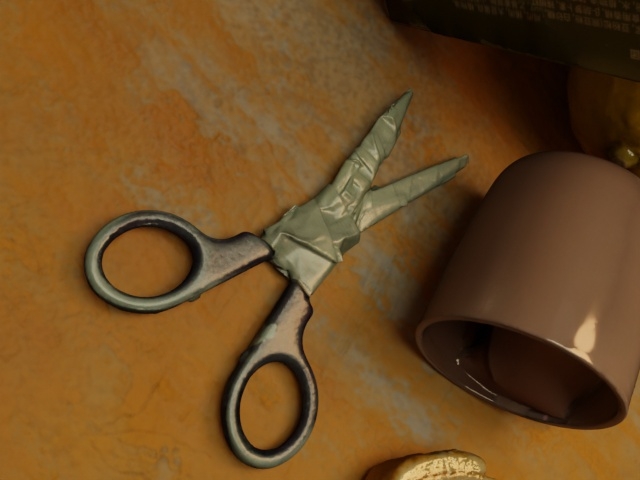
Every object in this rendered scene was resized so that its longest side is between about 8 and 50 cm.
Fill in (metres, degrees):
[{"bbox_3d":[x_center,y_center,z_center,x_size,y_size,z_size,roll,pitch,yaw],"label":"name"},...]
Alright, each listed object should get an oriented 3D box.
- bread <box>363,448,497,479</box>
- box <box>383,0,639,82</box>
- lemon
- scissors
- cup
[{"bbox_3d":[0.107,0.248,0.755,0.149,0.073,0.122,9,74,-22],"label":"bread"},{"bbox_3d":[0.310,-0.308,0.767,0.373,0.420,0.138,-39,132,-22],"label":"box"},{"bbox_3d":[0.377,-0.176,0.877,0.235,0.236,0.263,28,89,-17],"label":"lemon"},{"bbox_3d":[0.000,0.000,0.783,0.383,0.029,0.256,-41,98,-26],"label":"scissors"},{"bbox_3d":[0.229,0.059,0.802,0.253,0.191,0.200,51,57,-40],"label":"cup"}]
